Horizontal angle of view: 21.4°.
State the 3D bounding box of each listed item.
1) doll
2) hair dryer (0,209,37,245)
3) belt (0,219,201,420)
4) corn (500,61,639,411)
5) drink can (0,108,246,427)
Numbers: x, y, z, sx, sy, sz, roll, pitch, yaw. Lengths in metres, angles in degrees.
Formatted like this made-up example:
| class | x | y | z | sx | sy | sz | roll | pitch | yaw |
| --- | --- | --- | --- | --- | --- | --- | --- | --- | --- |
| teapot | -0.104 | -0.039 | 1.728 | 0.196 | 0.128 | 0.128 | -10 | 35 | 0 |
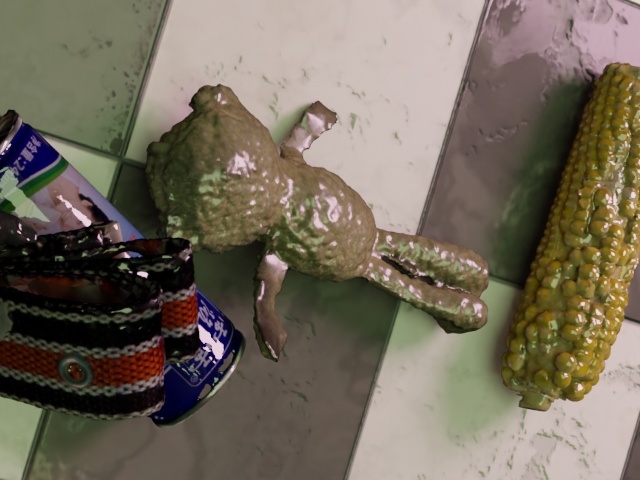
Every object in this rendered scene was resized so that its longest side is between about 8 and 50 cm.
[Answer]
| class | x | y | z | sx | sy | sz | roll | pitch | yaw |
| --- | --- | --- | --- | --- | --- | --- | --- | --- | --- |
| doll | 0.002 | -0.017 | 1.271 | 0.286 | 0.091 | 0.203 | -5 | 89 | -32 |
| hair dryer | -0.338 | -0.054 | 1.012 | 0.352 | 0.107 | 0.189 | 10 | 114 | -20 |
| belt | -0.259 | 0.051 | 1.087 | 0.359 | 0.126 | 0.094 | -2 | 116 | 4 |
| corn | 0.217 | 0.000 | 1.353 | 0.086 | 0.086 | 0.288 | 19 | 86 | -23 |
| drink can | -0.164 | 0.022 | 1.192 | 0.097 | 0.097 | 0.235 | -48 | 111 | -12 |
